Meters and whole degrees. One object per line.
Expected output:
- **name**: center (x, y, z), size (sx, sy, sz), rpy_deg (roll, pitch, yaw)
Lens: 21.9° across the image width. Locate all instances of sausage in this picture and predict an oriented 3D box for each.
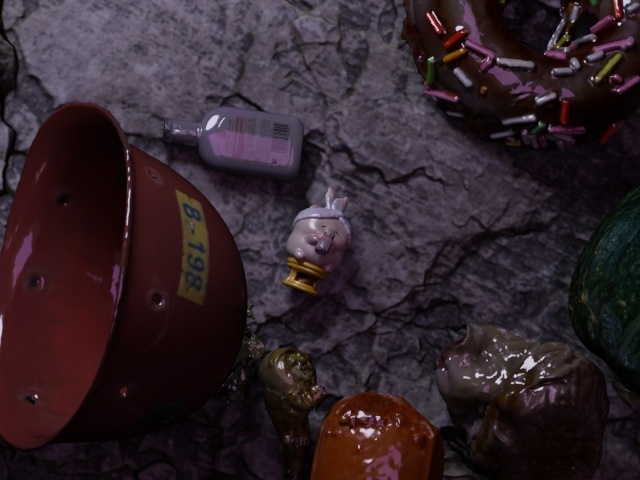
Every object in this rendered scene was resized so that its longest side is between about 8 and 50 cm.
- **sausage**: center (0.061, 0.307, 1.871), size (0.141, 0.153, 0.268), rpy_deg (2, 81, 14)

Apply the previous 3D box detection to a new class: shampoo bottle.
- **shampoo bottle**: center (-0.104, -0.118, 1.956), size (0.165, 0.040, 0.080), rpy_deg (7, 82, -9)

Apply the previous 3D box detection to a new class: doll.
- **doll**: center (0.000, 0.000, 1.937), size (0.073, 0.084, 0.127), rpy_deg (22, 87, -8)

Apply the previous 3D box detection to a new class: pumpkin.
- **pumpkin**: center (0.393, 0.041, 1.901), size (0.263, 0.293, 0.197), rpy_deg (-44, 89, -2)

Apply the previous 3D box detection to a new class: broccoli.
- **broccoli**: center (-0.101, 0.130, 1.900), size (0.097, 0.092, 0.095), rpy_deg (-36, 103, -30)

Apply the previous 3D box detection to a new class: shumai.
- **shumai**: center (0.241, 0.181, 1.938), size (0.184, 0.218, 0.185), rpy_deg (-35, 47, 11)

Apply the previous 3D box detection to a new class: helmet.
- **helmet**: center (-0.201, 0.058, 1.804), size (0.230, 0.337, 0.385), rpy_deg (17, 51, -31)

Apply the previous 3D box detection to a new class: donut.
- **donut**: center (0.256, -0.246, 1.994), size (0.345, 0.136, 0.259), rpy_deg (19, 77, -6)

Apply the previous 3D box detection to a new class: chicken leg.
- **chicken leg**: center (-0.030, 0.208, 1.887), size (0.070, 0.093, 0.178), rpy_deg (-12, 114, -26)
